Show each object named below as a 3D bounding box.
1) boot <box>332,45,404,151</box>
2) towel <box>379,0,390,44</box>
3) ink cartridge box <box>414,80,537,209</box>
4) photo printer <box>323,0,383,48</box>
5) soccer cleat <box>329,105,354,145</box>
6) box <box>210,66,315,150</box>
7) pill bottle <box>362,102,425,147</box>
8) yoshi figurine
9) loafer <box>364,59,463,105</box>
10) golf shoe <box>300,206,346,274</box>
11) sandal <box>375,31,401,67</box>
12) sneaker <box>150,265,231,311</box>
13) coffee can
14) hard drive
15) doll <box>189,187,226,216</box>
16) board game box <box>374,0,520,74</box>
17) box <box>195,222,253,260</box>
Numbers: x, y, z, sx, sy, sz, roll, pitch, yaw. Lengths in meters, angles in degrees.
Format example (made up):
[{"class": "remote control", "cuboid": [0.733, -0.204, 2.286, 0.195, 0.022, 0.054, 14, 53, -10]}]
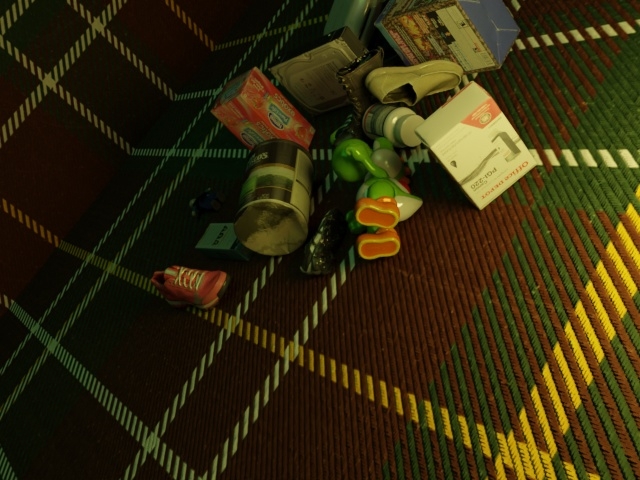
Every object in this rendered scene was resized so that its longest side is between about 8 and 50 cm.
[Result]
[{"class": "boot", "cuboid": [0.097, -0.386, 1.842, 0.263, 0.229, 0.091, -40, 45, 1]}, {"class": "towel", "cuboid": [0.325, -0.778, 2.193, 0.308, 0.076, 0.227, -30, 42, 24]}, {"class": "ink cartridge box", "cuboid": [0.324, -0.192, 1.384, 0.158, 0.218, 0.092, -40, 37, 11]}, {"class": "photo printer", "cuboid": [0.112, -0.760, 2.305, 0.307, 0.107, 0.256, -106, 34, -55]}, {"class": "soccer cleat", "cuboid": [0.101, -0.347, 1.991, 0.179, 0.060, 0.072, -52, 42, 3]}, {"class": "box", "cuboid": [-0.179, -0.379, 2.120, 0.154, 0.300, 0.142, -15, 43, 40]}, {"class": "pill bottle", "cuboid": [0.199, -0.303, 1.766, 0.108, 0.108, 0.180, -49, 32, -4]}, {"class": "yoshi figurine", "cuboid": [0.104, -0.130, 1.612, 0.204, 0.203, 0.362, -36, 29, 29]}, {"class": "loafer", "cuboid": [0.253, -0.407, 1.761, 0.269, 0.102, 0.092, -9, 67, -9]}, {"class": "golf shoe", "cuboid": [0.000, 0.000, 1.694, 0.094, 0.077, 0.198, -13, 44, 43]}, {"class": "sandal", "cuboid": [0.293, -0.652, 2.023, 0.446, 0.107, 0.167, -23, 26, 29]}, {"class": "sneaker", "cuboid": [-0.394, 0.131, 1.962, 0.314, 0.136, 0.115, -11, 47, 44]}, {"class": "coffee can", "cuboid": [-0.123, -0.123, 1.861, 0.202, 0.201, 0.275, -28, 36, 28]}, {"class": "hard drive", "cuboid": [0.024, -0.520, 2.098, 0.339, 0.237, 0.064, -8, 49, 45]}, {"class": "doll", "cuboid": [-0.415, -0.134, 2.373, 0.189, 0.046, 0.129, 2, 54, 51]}, {"class": "board game box", "cuboid": [0.337, -0.570, 1.782, 0.291, 0.232, 0.141, 5, 57, 52]}, {"class": "box", "cuboid": [-0.282, 0.002, 2.045, 0.244, 0.060, 0.100, 2, 56, 51]}]
